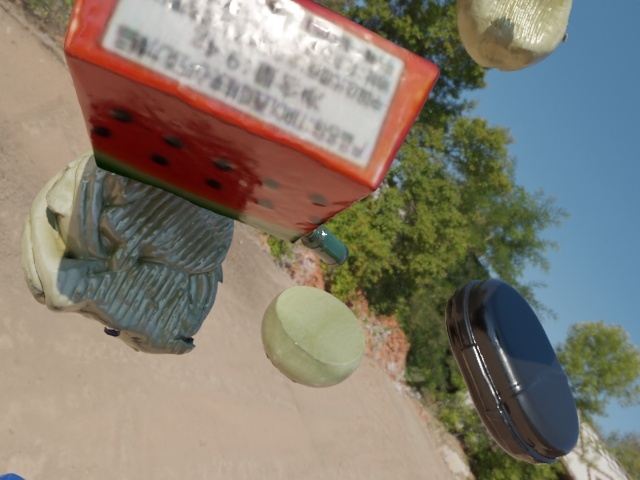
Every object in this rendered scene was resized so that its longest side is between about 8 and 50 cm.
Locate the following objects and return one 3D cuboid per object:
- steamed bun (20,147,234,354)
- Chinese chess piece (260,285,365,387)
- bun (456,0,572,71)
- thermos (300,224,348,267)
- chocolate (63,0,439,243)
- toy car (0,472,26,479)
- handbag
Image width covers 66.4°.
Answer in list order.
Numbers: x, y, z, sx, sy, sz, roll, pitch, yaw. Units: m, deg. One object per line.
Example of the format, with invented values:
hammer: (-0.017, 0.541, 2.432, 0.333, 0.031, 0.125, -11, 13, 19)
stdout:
steamed bun: (-0.342, 0.013, 0.865, 0.237, 0.346, 0.395, 14, -64, 46)
Chinese chess piece: (-0.018, 0.220, 1.136, 0.250, 0.101, 0.250, 25, 30, -16)
bun: (0.388, -0.480, 1.019, 0.259, 0.259, 0.160, 57, -3, -21)
thermos: (0.004, 0.001, 1.227, 0.187, 0.073, 0.083, 42, 28, -59)
chocolate: (-0.107, -0.145, 0.590, 0.359, 0.162, 0.341, 21, -17, -14)
toy car: (-0.434, 0.443, 0.756, 0.216, 0.063, 0.103, 45, 10, -20)
handbag: (0.317, 0.206, 0.810, 0.253, 0.093, 0.308, 8, 57, -50)
